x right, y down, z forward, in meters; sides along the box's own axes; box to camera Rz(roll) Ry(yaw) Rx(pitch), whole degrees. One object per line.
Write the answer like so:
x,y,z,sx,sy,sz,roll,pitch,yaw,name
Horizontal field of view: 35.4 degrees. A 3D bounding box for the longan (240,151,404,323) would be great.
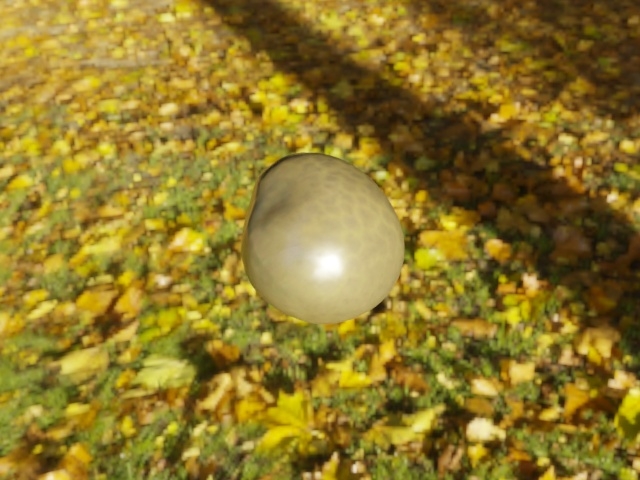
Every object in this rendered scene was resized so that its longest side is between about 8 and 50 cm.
0.000,0.000,1.164,0.198,0.198,0.212,-9,46,-14,longan
